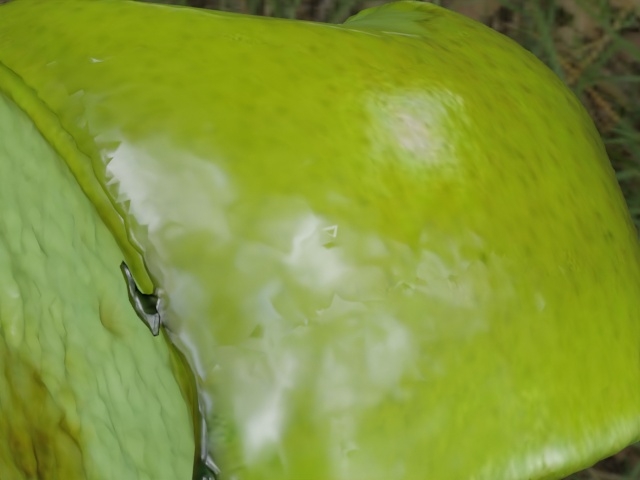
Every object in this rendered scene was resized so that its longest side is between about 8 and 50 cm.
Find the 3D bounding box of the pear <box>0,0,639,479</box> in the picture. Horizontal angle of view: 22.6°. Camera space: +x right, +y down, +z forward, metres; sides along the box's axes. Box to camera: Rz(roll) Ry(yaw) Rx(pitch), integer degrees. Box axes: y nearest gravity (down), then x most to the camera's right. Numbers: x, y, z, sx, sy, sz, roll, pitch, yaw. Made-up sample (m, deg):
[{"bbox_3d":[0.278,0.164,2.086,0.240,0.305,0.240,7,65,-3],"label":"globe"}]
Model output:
[{"bbox_3d":[0.000,0.000,0.559,0.281,0.286,0.176,-12,90,-32],"label":"pear"}]
